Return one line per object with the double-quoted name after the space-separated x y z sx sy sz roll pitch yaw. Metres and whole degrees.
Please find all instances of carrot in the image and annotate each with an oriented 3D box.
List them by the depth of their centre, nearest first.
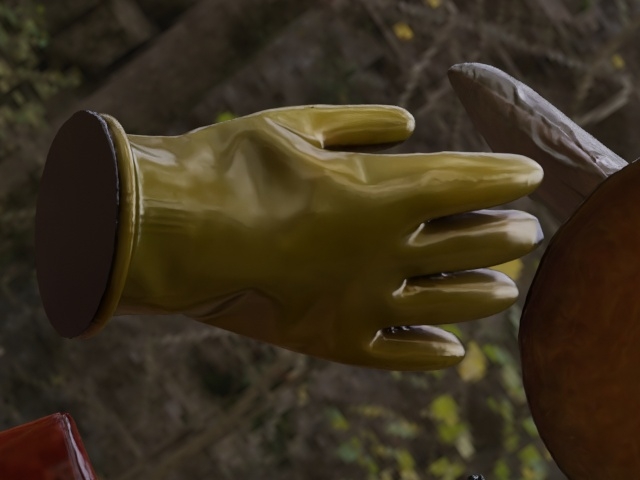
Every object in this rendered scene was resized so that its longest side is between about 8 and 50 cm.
0.224 0.041 0.945 0.196 0.196 0.254 55 19 9 "carrot"

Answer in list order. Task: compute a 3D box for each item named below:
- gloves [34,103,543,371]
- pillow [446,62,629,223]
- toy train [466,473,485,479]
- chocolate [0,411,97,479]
0.000 0.001 1.011 0.116 0.294 0.133 55 -47 50 "gloves"
0.212 -0.024 1.317 0.270 0.067 0.173 43 1 40 "pillow"
0.130 0.243 1.056 0.091 0.136 0.228 -14 -91 52 "toy train"
-0.184 0.229 0.869 0.108 0.234 0.237 75 -6 -84 "chocolate"
